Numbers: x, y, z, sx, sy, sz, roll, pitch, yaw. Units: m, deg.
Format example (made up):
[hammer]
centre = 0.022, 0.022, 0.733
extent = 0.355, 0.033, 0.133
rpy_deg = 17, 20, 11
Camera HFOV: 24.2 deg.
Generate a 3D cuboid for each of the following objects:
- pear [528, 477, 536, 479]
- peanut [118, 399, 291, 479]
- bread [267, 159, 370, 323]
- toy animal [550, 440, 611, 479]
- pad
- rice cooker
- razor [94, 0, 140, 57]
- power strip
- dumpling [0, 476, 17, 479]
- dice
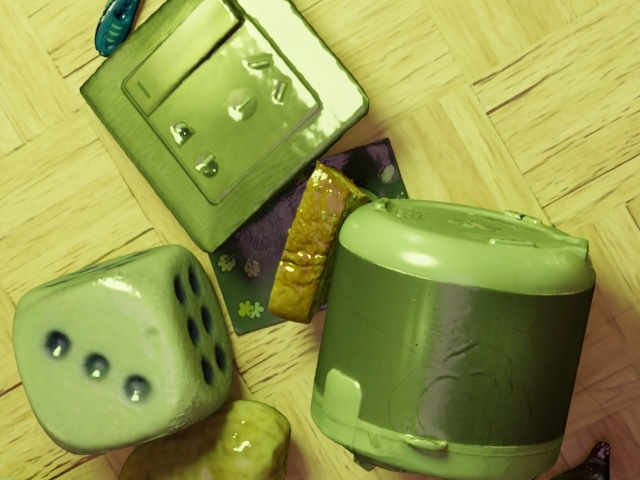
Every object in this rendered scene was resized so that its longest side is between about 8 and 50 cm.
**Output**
[pear]
centre = 0.179, 0.339, 1.629
extent = 0.180, 0.166, 0.216
rpy_deg = 24, 118, 21
[peanut]
centre = -0.140, 0.272, 1.709
extent = 0.253, 0.122, 0.137
rpy_deg = -22, 104, 16
[bread]
centre = 0.000, 0.000, 1.624
extent = 0.065, 0.103, 0.187
rpy_deg = 24, 111, 17
[toy animal]
centre = 0.314, 0.322, 1.666
extent = 0.105, 0.070, 0.202
rpy_deg = -5, 96, -1
[pad]
centre = -0.011, 0.000, 1.695
extent = 0.246, 0.006, 0.170
rpy_deg = -17, 97, 13
[rice cooker]
centre = 0.136, 0.107, 1.552
extent = 0.288, 0.288, 0.277
rpy_deg = 11, 103, 9
[razor]
centre = -0.168, -0.346, 1.645
extent = 0.324, 0.093, 0.056
rpy_deg = -56, 46, 18
[power strip]
centre = -0.100, -0.156, 1.641
extent = 0.257, 0.092, 0.251
rpy_deg = -41, 81, 16
[dumpling]
centre = -0.374, 0.408, 1.780
extent = 0.204, 0.163, 0.293
rpy_deg = -30, 92, -19
[dice]
centre = -0.216, 0.119, 1.660
extent = 0.192, 0.194, 0.193
rpy_deg = -15, 95, 12
